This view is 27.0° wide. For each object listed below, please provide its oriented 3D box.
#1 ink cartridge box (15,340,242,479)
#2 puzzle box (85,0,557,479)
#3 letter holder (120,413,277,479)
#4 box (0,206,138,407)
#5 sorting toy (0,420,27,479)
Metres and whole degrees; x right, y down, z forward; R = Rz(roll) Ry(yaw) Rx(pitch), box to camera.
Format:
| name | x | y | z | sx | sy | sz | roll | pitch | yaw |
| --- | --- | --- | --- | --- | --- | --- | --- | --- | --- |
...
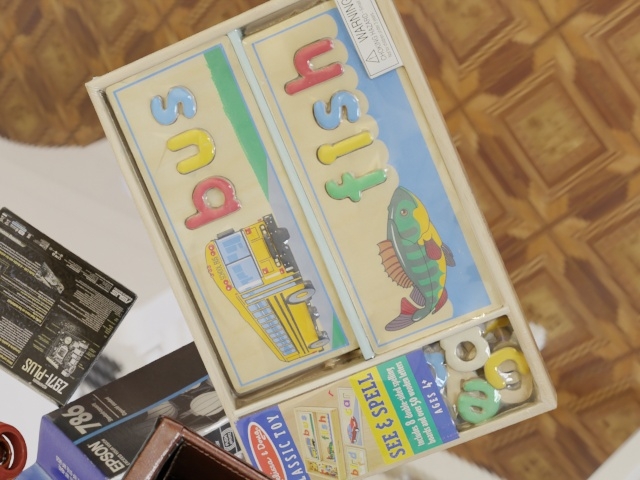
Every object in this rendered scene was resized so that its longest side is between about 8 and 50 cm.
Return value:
| name | x | y | z | sx | sy | sz | roll | pitch | yaw |
| --- | --- | --- | --- | --- | --- | --- | --- | --- | --- |
| ink cartridge box | -0.185 | 0.210 | 1.494 | 0.165 | 0.332 | 0.065 | 29 | 138 | 47 |
| puzzle box | 0.000 | 0.000 | 1.134 | 0.272 | 0.052 | 0.409 | -23 | 95 | 12 |
| letter holder | -0.089 | 0.303 | 0.915 | 0.214 | 0.152 | 0.302 | 30 | 133 | 1 |
| box | -0.317 | 0.076 | 1.468 | 0.180 | 0.147 | 0.077 | 34 | 165 | -7 |
| sorting toy | -0.262 | 0.155 | 0.975 | 0.042 | 0.061 | 0.102 | -16 | 147 | 30 |
